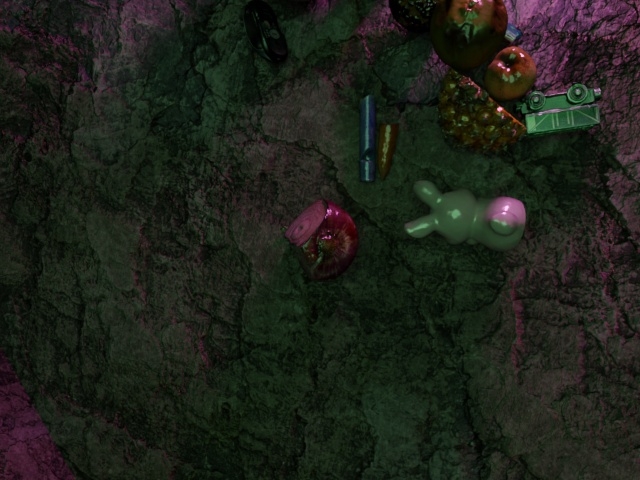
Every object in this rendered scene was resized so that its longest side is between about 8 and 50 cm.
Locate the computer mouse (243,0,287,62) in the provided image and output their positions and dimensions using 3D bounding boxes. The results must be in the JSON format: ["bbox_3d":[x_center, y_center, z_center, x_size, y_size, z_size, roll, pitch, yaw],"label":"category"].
[{"bbox_3d":[-0.205,-0.747,1.802,0.096,0.137,0.233,-20,89,31],"label":"computer mouse"}]

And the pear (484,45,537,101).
[{"bbox_3d":[0.619,-0.539,1.627,0.167,0.136,0.167,-5,76,20],"label":"pear"}]

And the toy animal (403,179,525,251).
[{"bbox_3d":[0.466,-0.078,1.622,0.367,0.241,0.196,11,92,11],"label":"toy animal"}]

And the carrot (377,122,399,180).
[{"bbox_3d":[0.232,-0.313,1.754,0.072,0.072,0.205,6,94,11],"label":"carrot"}]

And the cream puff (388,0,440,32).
[{"bbox_3d":[0.343,-0.817,1.649,0.238,0.165,0.239,-1,110,-3],"label":"cream puff"}]

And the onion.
[{"bbox_3d":[0.018,0.008,1.736,0.256,0.272,0.230,-40,110,16],"label":"onion"}]

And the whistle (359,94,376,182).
[{"bbox_3d":[0.166,-0.360,1.769,0.062,0.062,0.305,1,92,11],"label":"whistle"}]

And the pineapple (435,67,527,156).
[{"bbox_3d":[0.443,-0.393,1.580,0.344,0.286,0.209,48,115,25],"label":"pineapple"}]

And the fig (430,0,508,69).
[{"bbox_3d":[0.462,-0.660,1.574,0.239,0.271,0.240,-1,84,7],"label":"fig"}]

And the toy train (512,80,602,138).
[{"bbox_3d":[0.770,-0.421,1.622,0.269,0.115,0.155,-7,99,12],"label":"toy train"}]

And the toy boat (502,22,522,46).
[{"bbox_3d":[0.556,-0.698,1.667,0.215,0.088,0.102,33,101,8],"label":"toy boat"}]
